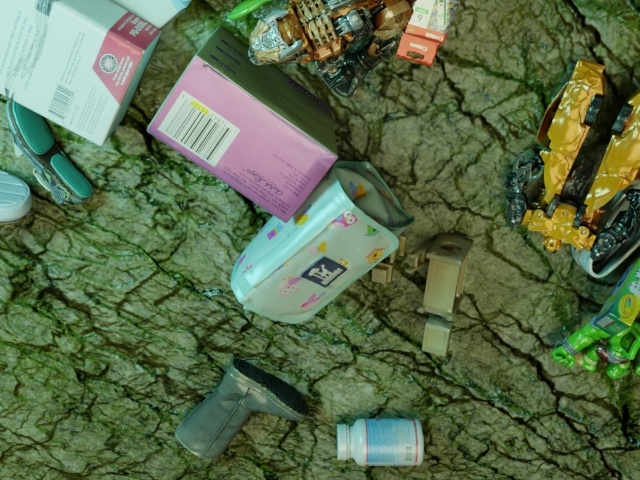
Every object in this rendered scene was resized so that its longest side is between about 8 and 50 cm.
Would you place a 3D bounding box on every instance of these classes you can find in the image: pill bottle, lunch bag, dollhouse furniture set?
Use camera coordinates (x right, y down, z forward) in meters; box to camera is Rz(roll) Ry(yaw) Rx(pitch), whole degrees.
[{"bbox_3d":[0.112,0.383,1.302,0.160,0.087,0.087,1,116,-1],"label":"pill bottle"},{"bbox_3d":[0.000,0.000,1.002,0.223,0.262,0.160,-39,87,18],"label":"lunch bag"},{"bbox_3d":[0.162,0.077,1.173,0.160,0.101,0.182,15,118,20],"label":"dollhouse furniture set"}]

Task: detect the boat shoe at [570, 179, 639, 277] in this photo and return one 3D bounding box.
[{"bbox_3d":[0.511,-0.053,1.096,0.096,0.088,0.267,34,111,-15],"label":"boat shoe"}]

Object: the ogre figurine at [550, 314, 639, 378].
[{"bbox_3d":[0.522,0.185,1.210,0.197,0.097,0.118,23,126,1],"label":"ogre figurine"}]

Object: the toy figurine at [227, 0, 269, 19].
[{"bbox_3d":[-0.080,-0.388,0.848,0.173,0.130,0.159,-30,116,3],"label":"toy figurine"}]

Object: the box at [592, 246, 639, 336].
[{"bbox_3d":[0.516,0.064,1.116,0.043,0.105,0.179,33,80,15],"label":"box"}]

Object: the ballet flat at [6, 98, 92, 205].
[{"bbox_3d":[-0.436,-0.129,1.064,0.070,0.070,0.188,-27,110,12],"label":"ballet flat"}]

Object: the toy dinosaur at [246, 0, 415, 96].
[{"bbox_3d":[0.058,-0.289,0.879,0.321,0.218,0.164,-6,91,-13],"label":"toy dinosaur"}]

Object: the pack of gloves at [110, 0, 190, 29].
[{"bbox_3d":[-0.233,-0.389,0.907,0.232,0.046,0.195,-20,113,32],"label":"pack of gloves"}]

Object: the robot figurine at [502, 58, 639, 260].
[{"bbox_3d":[0.408,-0.114,1.046,0.211,0.085,0.291,25,117,18],"label":"robot figurine"}]

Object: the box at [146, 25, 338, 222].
[{"bbox_3d":[-0.097,-0.168,0.947,0.213,0.243,0.117,34,111,-16],"label":"box"}]

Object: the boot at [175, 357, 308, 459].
[{"bbox_3d":[-0.149,0.340,1.286,0.189,0.076,0.208,33,105,0],"label":"boot"}]

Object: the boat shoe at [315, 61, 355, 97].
[{"bbox_3d":[0.016,-0.265,1.015,0.046,0.038,0.125,-23,114,10],"label":"boat shoe"}]

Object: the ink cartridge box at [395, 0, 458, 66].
[{"bbox_3d":[0.156,-0.315,0.998,0.062,0.029,0.115,13,114,-8],"label":"ink cartridge box"}]

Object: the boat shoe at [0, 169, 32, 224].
[{"bbox_3d":[-0.598,-0.062,1.083,0.302,0.109,0.094,8,131,5],"label":"boat shoe"}]

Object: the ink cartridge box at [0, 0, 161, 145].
[{"bbox_3d":[-0.373,-0.271,0.959,0.237,0.100,0.172,28,122,-14],"label":"ink cartridge box"}]
